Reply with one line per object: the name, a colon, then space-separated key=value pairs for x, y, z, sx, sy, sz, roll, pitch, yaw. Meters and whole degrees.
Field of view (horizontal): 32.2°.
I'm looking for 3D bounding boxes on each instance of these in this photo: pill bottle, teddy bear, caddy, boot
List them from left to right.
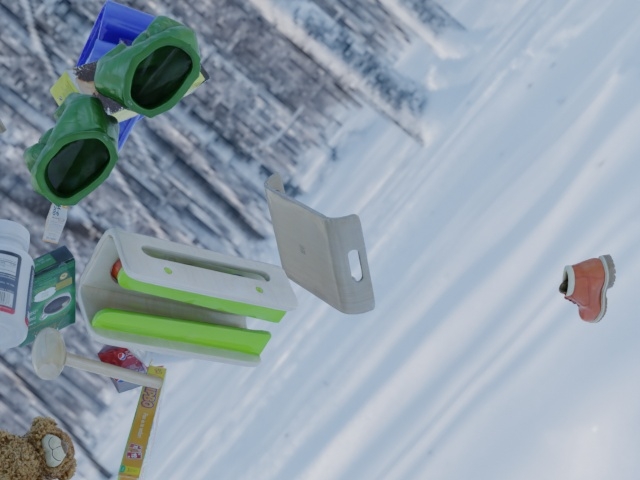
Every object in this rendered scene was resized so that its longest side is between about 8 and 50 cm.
pill bottle: x=-0.491 y=0.064 z=1.682 sx=0.108 sy=0.108 sz=0.180 roll=-46 pitch=37 yaw=46
teddy bear: x=-0.663 y=0.494 z=2.363 sx=0.338 sy=0.245 sz=0.113 roll=-4 pitch=-36 yaw=-37
caddy: x=-0.404 y=-0.322 z=2.258 sx=0.341 sy=0.179 sz=0.241 roll=-47 pitch=30 yaw=50
boot: x=0.428 y=0.085 z=1.819 sx=0.158 sy=0.084 sz=0.059 roll=84 pitch=173 yaw=-49

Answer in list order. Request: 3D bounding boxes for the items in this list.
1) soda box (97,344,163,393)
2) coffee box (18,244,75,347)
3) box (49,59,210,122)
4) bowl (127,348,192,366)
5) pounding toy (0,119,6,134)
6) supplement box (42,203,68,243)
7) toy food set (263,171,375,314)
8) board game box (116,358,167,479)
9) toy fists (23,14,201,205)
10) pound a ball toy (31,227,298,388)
soda box: x=-0.329 y=0.179 z=2.127 sx=0.083 sy=0.092 sz=0.263 roll=-17 pitch=20 yaw=19
coffee box: x=-0.469 y=0.097 z=1.865 sx=0.113 sy=0.040 sz=0.184 roll=-27 pitch=-29 yaw=-28
box: x=-0.270 y=-0.227 z=1.596 sx=0.058 sy=0.087 sz=0.232 roll=-34 pitch=-1 yaw=43
bowl: x=-0.285 y=0.172 z=1.942 sx=0.142 sy=0.142 sz=0.053 roll=-3 pitch=-60 yaw=-42
pounding toy: x=-0.627 y=-0.206 z=1.893 sx=0.130 sy=0.100 sz=0.141 roll=-34 pitch=-23 yaw=-5
supplement box: x=-0.591 y=-0.047 z=2.475 sx=0.098 sy=0.036 sz=0.062 roll=124 pitch=153 yaw=-46
toy food set: x=0.000 y=0.000 z=2.285 sx=0.092 sy=0.220 sz=0.306 roll=-26 pitch=31 yaw=-26
board game box: x=-0.255 y=0.290 z=1.566 sx=0.259 sy=0.039 sz=0.124 roll=-91 pitch=12 yaw=-59
toy fists: x=-0.260 y=-0.165 z=1.375 sx=0.279 sy=0.096 sz=0.142 roll=-47 pitch=18 yaw=3
pound a ball toy: x=-0.223 y=0.098 z=1.537 sx=0.208 sy=0.319 sz=0.136 roll=-57 pitch=39 yaw=26
